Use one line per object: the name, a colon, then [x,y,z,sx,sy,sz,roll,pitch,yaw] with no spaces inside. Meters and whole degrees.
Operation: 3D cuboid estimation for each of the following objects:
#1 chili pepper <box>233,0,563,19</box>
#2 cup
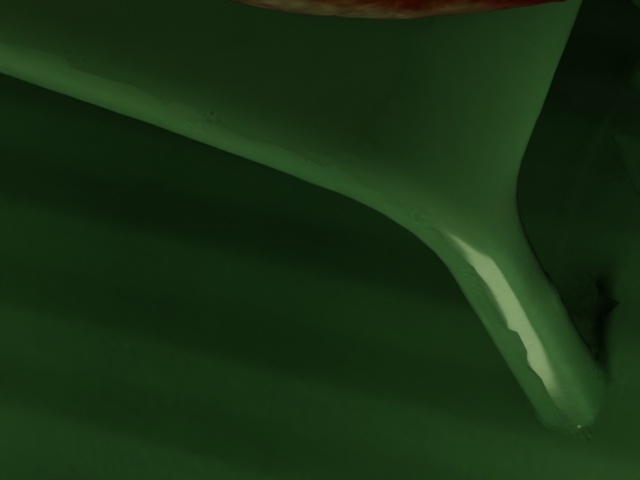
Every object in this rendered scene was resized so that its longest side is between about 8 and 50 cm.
chili pepper: [0.057,-0.085,0.281,0.252,0.136,0.144,-10,-163,25]
cup: [-0.001,0.024,0.522,0.392,0.310,0.401,12,-170,34]
